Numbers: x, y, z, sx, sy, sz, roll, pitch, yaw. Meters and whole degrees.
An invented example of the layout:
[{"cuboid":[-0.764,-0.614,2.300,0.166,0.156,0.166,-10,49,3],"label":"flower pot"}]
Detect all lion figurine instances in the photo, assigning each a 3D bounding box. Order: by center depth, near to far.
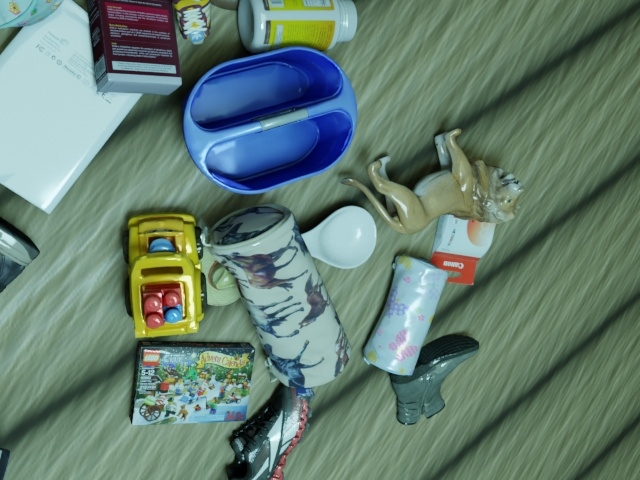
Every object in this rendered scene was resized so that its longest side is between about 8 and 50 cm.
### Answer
[{"cuboid":[0.252,-0.101,1.329,0.393,0.142,0.240,-22,97,-14],"label":"lion figurine"}]

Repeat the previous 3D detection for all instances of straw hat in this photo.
[{"cuboid":[-0.188,0.070,1.206,0.145,0.061,0.144,-5,101,-25],"label":"straw hat"}]

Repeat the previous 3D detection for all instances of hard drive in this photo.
[{"cuboid":[-0.463,-0.236,1.038,0.210,0.040,0.318,38,82,-25],"label":"hard drive"}]

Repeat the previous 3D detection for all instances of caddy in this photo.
[{"cuboid":[-0.097,-0.225,1.134,0.342,0.179,0.241,-21,106,-20],"label":"caddy"}]

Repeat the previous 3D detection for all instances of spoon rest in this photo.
[{"cuboid":[0.000,0.000,1.269,0.277,0.084,0.137,-6,101,-23],"label":"spoon rest"}]

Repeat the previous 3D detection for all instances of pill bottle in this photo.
[{"cuboid":[-0.042,-0.423,1.158,0.215,0.117,0.117,-10,103,-24],"label":"pill bottle"}]

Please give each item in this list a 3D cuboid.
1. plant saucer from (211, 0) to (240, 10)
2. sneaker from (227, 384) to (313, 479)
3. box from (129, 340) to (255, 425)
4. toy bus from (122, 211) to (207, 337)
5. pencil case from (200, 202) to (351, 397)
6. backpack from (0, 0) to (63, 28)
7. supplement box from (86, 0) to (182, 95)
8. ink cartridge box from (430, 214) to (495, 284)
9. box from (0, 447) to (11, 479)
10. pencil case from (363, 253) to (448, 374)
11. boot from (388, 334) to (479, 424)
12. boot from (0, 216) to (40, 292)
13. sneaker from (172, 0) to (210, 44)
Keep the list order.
[{"cuboid":[-0.164,-0.538,1.129,0.199,0.036,0.198,-5,102,-24],"label":"plant saucer"},{"cuboid":[-0.114,0.414,1.277,0.135,0.098,0.275,23,90,-29],"label":"sneaker"},{"cuboid":[-0.257,0.287,1.219,0.233,0.044,0.159,5,97,-26],"label":"box"},{"cuboid":[-0.281,0.067,1.069,0.150,0.211,0.220,-3,99,-10],"label":"toy bus"},{"cuboid":[-0.078,0.114,1.163,0.184,0.160,0.410,-26,123,-7],"label":"pencil case"},{"cuboid":[-0.493,-0.420,0.911,0.166,0.144,0.188,-21,113,19],"label":"backpack"},{"cuboid":[-0.322,-0.376,1.026,0.130,0.073,0.239,-6,89,-35],"label":"supplement box"},{"cuboid":[0.341,0.017,1.453,0.146,0.045,0.179,9,93,-25],"label":"ink cartridge box"},{"cuboid":[-0.747,0.428,0.938,0.395,0.097,0.318,22,107,-26],"label":"box"},{"cuboid":[0.193,0.168,1.369,0.124,0.113,0.272,19,90,0],"label":"pencil case"},{"cuboid":[0.282,0.340,1.469,0.247,0.083,0.161,-21,113,-14],"label":"boot"},{"cuboid":[-0.684,0.023,0.932,0.377,0.138,0.284,37,82,-31],"label":"boot"},{"cuboid":[-0.218,-0.393,1.045,0.070,0.185,0.083,-7,99,-3],"label":"sneaker"}]
